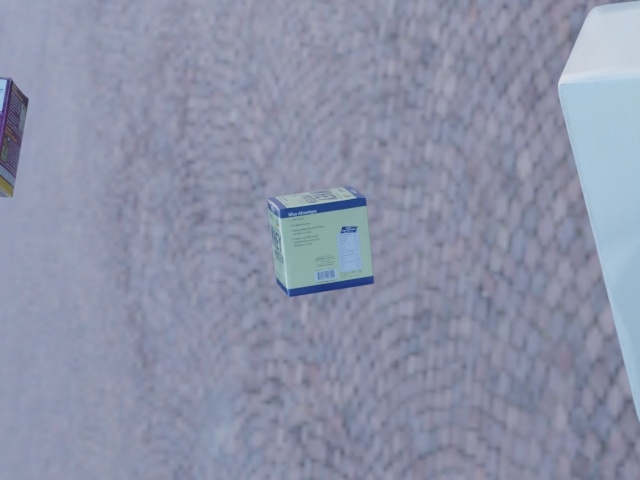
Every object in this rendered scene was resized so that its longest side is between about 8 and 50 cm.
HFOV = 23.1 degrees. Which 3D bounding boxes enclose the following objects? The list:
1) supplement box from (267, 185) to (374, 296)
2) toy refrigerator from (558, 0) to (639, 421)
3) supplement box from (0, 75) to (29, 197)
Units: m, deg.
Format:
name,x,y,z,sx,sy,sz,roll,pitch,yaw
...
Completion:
name,x,y,z,sx,sy,sz,roll,pitch,yaw
supplement box,0.000,0.000,1.439,0.056,0.083,0.083,-139,41,-72
toy refrigerator,0.235,-0.013,1.005,0.102,0.094,0.269,-59,-42,-48
supplement box,-0.256,-0.080,1.203,0.055,0.043,0.083,70,-153,-77
